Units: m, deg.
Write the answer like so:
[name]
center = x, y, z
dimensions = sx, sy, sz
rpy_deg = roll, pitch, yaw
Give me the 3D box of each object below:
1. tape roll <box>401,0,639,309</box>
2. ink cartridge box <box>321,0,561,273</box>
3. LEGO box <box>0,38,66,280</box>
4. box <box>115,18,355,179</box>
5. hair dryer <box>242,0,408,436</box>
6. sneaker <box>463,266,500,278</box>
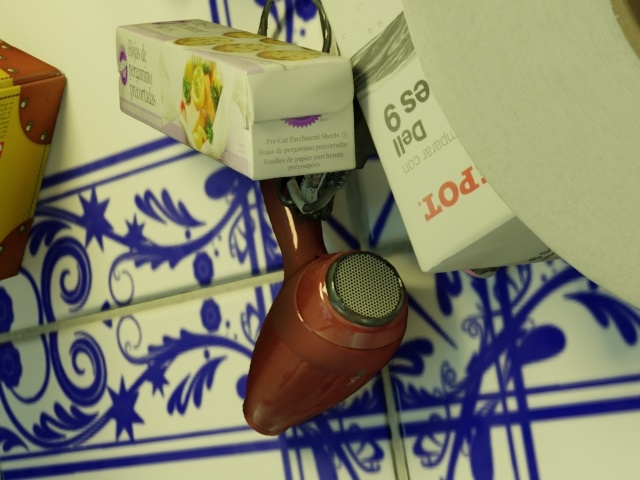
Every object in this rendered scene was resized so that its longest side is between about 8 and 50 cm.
[tape roll]
center = 0.223, -0.137, 0.739
dimensions = 0.392, 0.072, 0.392
rpy_deg = 6, 110, 17
[ink cartridge box]
center = 0.110, -0.154, 0.965
dimensions = 0.211, 0.121, 0.289
rpy_deg = -35, 69, 45
[LEGO box]
center = -0.493, -0.075, 1.309
dimensions = 0.372, 0.500, 0.193
rpy_deg = 27, 115, 23
[box]
center = -0.061, -0.094, 1.119
dimensions = 0.324, 0.067, 0.063
rpy_deg = -149, 55, -69
[hair dryer]
center = 0.000, 0.000, 1.162
dimensions = 0.223, 0.080, 0.294
rpy_deg = -126, 44, -64
[sneaker]
center = 0.086, -0.037, 1.069
dimensions = 0.057, 0.047, 0.119
rpy_deg = -29, 73, 34
